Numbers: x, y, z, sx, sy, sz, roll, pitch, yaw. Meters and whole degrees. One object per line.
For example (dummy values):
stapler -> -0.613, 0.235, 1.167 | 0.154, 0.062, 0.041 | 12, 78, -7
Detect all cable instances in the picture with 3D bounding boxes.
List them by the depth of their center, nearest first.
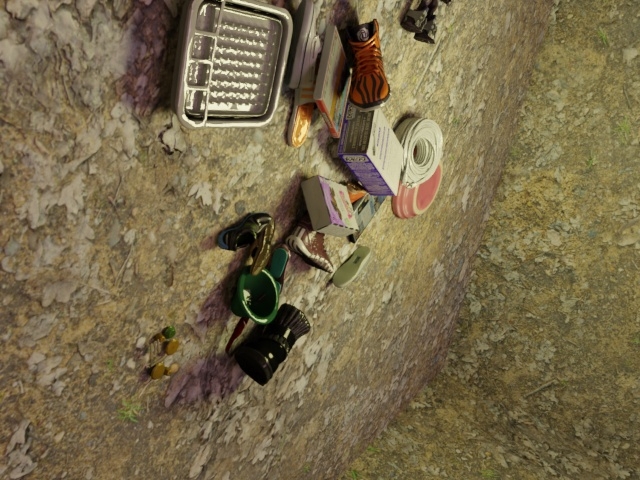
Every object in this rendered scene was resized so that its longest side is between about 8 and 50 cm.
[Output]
cable -> 0.365, -0.340, 2.214 | 0.257, 0.089, 0.256 | -20, 115, -40

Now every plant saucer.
plant saucer -> 0.421, -0.238, 2.441 | 0.332, 0.084, 0.332 | -40, 142, -39

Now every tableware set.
tableware set -> -0.417, 0.303, 1.536 | 0.104, 0.024, 0.154 | -35, 138, -48

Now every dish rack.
dish rack -> -0.204, -0.397, 1.300 | 0.333, 0.072, 0.285 | -16, 124, -54

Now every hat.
hat -> -0.247, 0.191, 1.729 | 0.173, 0.184, 0.208 | 44, 41, -33

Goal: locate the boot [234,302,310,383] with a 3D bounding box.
boot -> -0.139, 0.312, 1.823 | 0.260, 0.131, 0.348 | -49, 175, -18

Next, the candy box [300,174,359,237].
candy box -> 0.031, -0.104, 1.823 | 0.196, 0.070, 0.164 | 11, 60, -61

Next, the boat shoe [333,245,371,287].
boat shoe -> 0.129, 0.118, 2.234 | 0.227, 0.079, 0.081 | -48, 142, -35

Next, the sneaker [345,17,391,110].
sneaker -> 0.120, -0.505, 1.627 | 0.321, 0.125, 0.180 | -94, 170, -47

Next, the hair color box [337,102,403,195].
hair color box -> 0.173, -0.294, 1.919 | 0.339, 0.110, 0.185 | 42, 55, -61

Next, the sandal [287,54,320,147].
sandal -> -0.022, -0.378, 1.610 | 0.102, 0.076, 0.265 | -20, 128, -53

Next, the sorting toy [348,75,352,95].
sorting toy -> 0.106, -0.488, 1.802 | 0.083, 0.012, 0.062 | -48, 142, -22

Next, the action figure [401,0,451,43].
action figure -> 0.373, -0.807, 1.918 | 0.185, 0.099, 0.284 | 19, 92, -56

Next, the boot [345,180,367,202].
boot -> 0.110, -0.160, 2.029 | 0.084, 0.059, 0.158 | -54, 162, 22

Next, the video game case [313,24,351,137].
video game case -> 0.037, -0.427, 1.598 | 0.285, 0.025, 0.203 | 42, 58, -75

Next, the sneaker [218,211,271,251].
sneaker -> -0.197, -0.018, 1.594 | 0.188, 0.078, 0.067 | -36, 140, -44

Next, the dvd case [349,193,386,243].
dvd case -> 0.174, -0.127, 2.165 | 0.253, 0.022, 0.180 | -55, 156, -18

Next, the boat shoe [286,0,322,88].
boat shoe -> -0.033, -0.498, 1.480 | 0.076, 0.083, 0.226 | 0, 129, -20

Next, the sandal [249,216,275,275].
sandal -> -0.177, 0.015, 1.692 | 0.072, 0.049, 0.180 | 30, 70, -67

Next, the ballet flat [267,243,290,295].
ballet flat -> -0.141, 0.114, 1.806 | 0.079, 0.077, 0.221 | -35, 145, -78

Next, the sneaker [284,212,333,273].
sneaker -> 0.000, 0.000, 1.910 | 0.162, 0.107, 0.281 | -63, 151, -10
